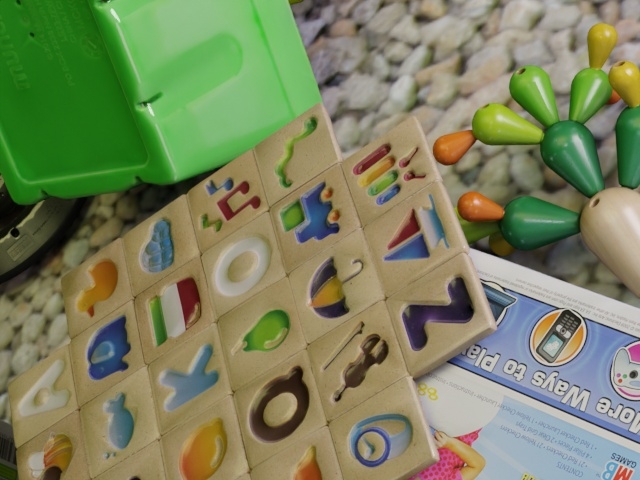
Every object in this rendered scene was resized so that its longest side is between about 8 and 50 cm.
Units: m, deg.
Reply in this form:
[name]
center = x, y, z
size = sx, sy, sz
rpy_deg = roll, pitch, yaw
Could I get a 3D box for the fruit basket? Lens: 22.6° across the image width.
[fruit basket]
center = -0.124, -0.243, 1.287
size = 0.283, 0.392, 0.392
rpy_deg = -6, 61, 32

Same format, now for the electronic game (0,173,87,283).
[electronic game]
center = -0.299, -0.055, 1.450
size = 0.229, 0.048, 0.229
rpy_deg = -14, 56, 22

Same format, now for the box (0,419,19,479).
[box]
center = -0.303, 0.211, 1.250
size = 0.203, 0.114, 0.103
rpy_deg = -11, 60, 31

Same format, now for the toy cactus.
[toy cactus]
center = 0.179, -0.039, 1.086
size = 0.219, 0.112, 0.180
rpy_deg = -35, 68, 11

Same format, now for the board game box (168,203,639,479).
[board game box]
center = 0.057, 0.158, 0.916
size = 0.308, 0.086, 0.302
rpy_deg = 22, 78, 43

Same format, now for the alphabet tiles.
[alphabet tiles]
center = -0.058, 0.074, 0.988
size = 0.342, 0.011, 0.285
rpy_deg = -33, 47, 18
